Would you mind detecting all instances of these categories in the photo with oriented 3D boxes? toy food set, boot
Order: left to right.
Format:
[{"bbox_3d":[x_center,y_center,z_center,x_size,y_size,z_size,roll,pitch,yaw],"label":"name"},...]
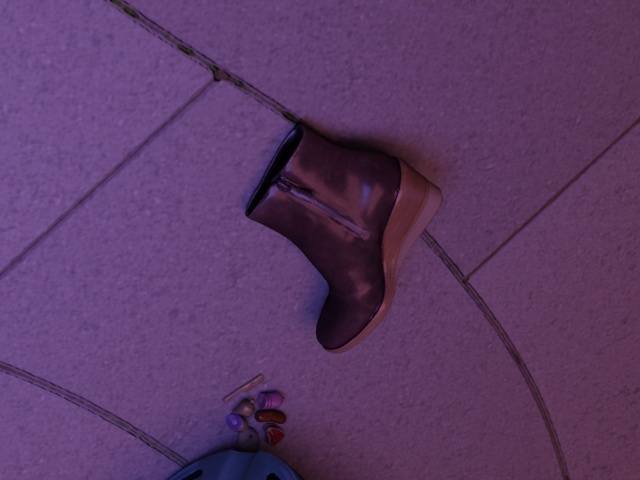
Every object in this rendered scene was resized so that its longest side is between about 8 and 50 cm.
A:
[{"bbox_3d":[-0.072,0.219,1.786,0.078,0.019,0.122,-33,134,-11],"label":"toy food set"},{"bbox_3d":[0.000,0.000,1.653,0.207,0.090,0.248,20,111,-29],"label":"boot"}]

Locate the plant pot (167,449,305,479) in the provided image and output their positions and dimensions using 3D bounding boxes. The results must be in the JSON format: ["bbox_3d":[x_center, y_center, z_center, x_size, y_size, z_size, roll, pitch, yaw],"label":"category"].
[{"bbox_3d":[-0.055,0.445,1.768,0.341,0.341,0.334,-38,127,-5],"label":"plant pot"}]
